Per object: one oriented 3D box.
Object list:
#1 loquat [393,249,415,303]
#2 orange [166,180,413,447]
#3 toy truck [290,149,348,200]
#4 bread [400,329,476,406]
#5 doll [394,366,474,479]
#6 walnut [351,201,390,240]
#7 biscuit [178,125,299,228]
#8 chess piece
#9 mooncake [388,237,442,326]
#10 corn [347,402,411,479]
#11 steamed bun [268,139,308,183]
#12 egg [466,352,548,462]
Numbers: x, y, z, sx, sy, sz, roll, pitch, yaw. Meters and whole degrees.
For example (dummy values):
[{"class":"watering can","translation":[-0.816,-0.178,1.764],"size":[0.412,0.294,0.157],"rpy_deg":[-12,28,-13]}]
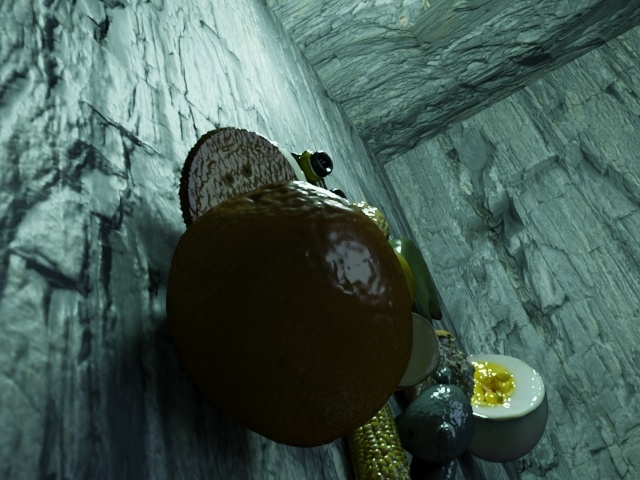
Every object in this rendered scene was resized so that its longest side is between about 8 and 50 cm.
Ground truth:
[{"class":"loquat","translation":[0.124,0.119,1.387],"size":[0.244,0.244,0.244],"rpy_deg":[55,17,-25]},{"class":"orange","translation":[-0.036,0.103,0.753],"size":[0.322,0.322,0.357],"rpy_deg":[-70,142,-70]},{"class":"toy truck","translation":[-0.042,-0.128,1.485],"size":[0.165,0.147,0.224],"rpy_deg":[-24,89,-51]},{"class":"bread","translation":[0.330,0.400,1.630],"size":[0.274,0.149,0.274],"rpy_deg":[8,76,-35]},{"class":"doll","translation":[0.208,0.449,1.148],"size":[0.158,0.340,0.246],"rpy_deg":[15,24,-5]},{"class":"walnut","translation":[0.111,-0.015,1.648],"size":[0.198,0.198,0.245],"rpy_deg":[55,24,-24]},{"class":"biscuit","translation":[-0.134,-0.063,1.011],"size":[0.305,0.038,0.305],"rpy_deg":[16,69,-47]},{"class":"chess piece","translation":[0.189,0.291,1.325],"size":[0.299,0.167,0.167],"rpy_deg":[81,-11,-66]},{"class":"mooncake","translation":[0.252,0.165,1.779],"size":[0.351,0.187,0.351],"rpy_deg":[45,34,-42]},{"class":"corn","translation":[0.104,0.388,1.095],"size":[0.115,0.115,0.318],"rpy_deg":[50,19,-39]},{"class":"steamed bun","translation":[-0.111,-0.146,1.311],"size":[0.183,0.106,0.183],"rpy_deg":[48,24,-30]},{"class":"egg","translation":[0.624,0.637,1.968],"size":[0.354,0.355,0.339],"rpy_deg":[-86,167,-63]}]
